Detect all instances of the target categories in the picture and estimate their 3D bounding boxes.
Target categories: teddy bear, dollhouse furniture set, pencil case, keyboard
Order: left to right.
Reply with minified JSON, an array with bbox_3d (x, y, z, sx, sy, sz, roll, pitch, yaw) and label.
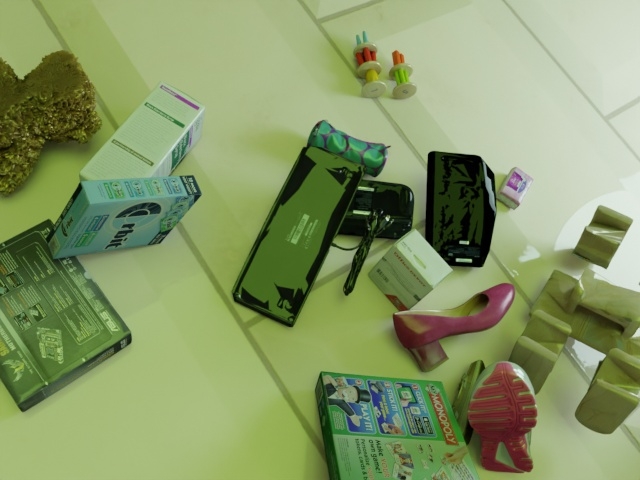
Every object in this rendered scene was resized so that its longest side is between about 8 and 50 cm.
[{"bbox_3d":[-0.533,-0.188,1.054,0.338,0.113,0.245,-41,75,-21],"label":"teddy bear"},{"bbox_3d":[0.000,0.000,1.114,0.202,0.033,0.317,25,76,3],"label":"keyboard"},{"bbox_3d":[0.052,-0.177,1.233,0.152,0.064,0.070,21,100,-8],"label":"pencil case"},{"bbox_3d":[0.576,0.205,1.165,0.394,0.256,0.362,28,58,22],"label":"dollhouse furniture set"}]

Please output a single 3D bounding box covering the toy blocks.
[{"bbox_3d":[0.133,-0.374,1.358,0.123,0.054,0.148,-2,66,-17],"label":"toy blocks"}]

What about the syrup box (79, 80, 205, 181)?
[{"bbox_3d":[-0.298,-0.150,1.099,0.096,0.093,0.237,32,60,0],"label":"syrup box"}]

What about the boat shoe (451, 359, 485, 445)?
[{"bbox_3d":[0.242,0.269,1.090,0.048,0.056,0.153,4,59,32],"label":"boat shoe"}]

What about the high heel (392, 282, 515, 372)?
[{"bbox_3d":[0.236,0.115,1.131,0.244,0.082,0.117,-33,102,-15],"label":"high heel"}]

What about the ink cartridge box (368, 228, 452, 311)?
[{"bbox_3d":[0.152,0.056,1.113,0.056,0.135,0.099,-36,80,-28],"label":"ink cartridge box"}]

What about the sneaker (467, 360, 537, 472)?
[{"bbox_3d":[0.287,0.263,1.024,0.103,0.252,0.111,0,44,14],"label":"sneaker"}]

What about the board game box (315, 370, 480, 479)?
[{"bbox_3d":[0.117,0.324,0.936,0.214,0.046,0.317,9,31,-13],"label":"board game box"}]

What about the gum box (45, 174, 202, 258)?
[{"bbox_3d":[-0.296,-0.037,0.978,0.184,0.157,0.041,-10,67,-46],"label":"gum box"}]

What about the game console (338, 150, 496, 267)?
[{"bbox_3d":[0.155,-0.067,1.199,0.361,0.044,0.213,5,82,-11],"label":"game console"}]

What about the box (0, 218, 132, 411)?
[{"bbox_3d":[-0.423,0.106,0.962,0.183,0.056,0.231,-35,79,-27],"label":"box"}]

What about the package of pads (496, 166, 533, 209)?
[{"bbox_3d":[0.397,-0.107,1.323,0.050,0.032,0.083,36,61,1],"label":"package of pads"}]
